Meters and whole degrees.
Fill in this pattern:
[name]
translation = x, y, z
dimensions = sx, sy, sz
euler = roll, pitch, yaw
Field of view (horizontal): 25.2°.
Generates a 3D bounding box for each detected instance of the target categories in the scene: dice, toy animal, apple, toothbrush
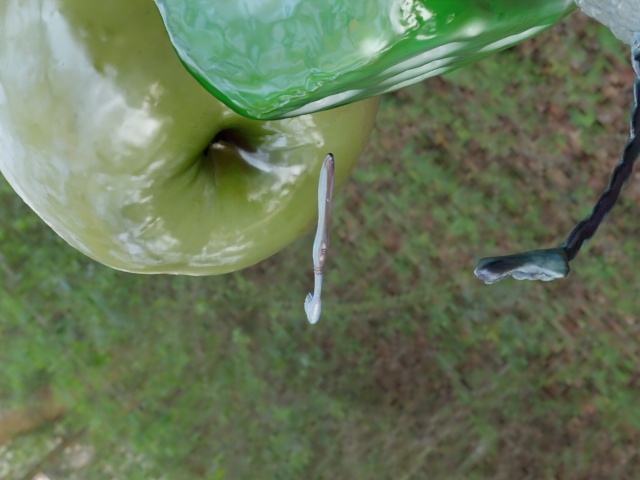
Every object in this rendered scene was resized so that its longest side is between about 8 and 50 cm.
[dice]
translation = 0.040, -0.278, 1.193
dimensions = 0.287, 0.300, 0.297
euler = -15, 92, 46
[toy animal]
translation = 0.125, -0.100, 0.635
dimensions = 0.079, 0.252, 0.070
euler = -1, 169, 32
[apple]
translation = -0.164, -0.198, 1.554
dimensions = 0.473, 0.473, 0.473
euler = 46, 171, 9
[toothbrush]
translation = 0.000, 0.000, 1.257
dimensions = 0.019, 0.013, 0.193
euler = -118, 25, -43
